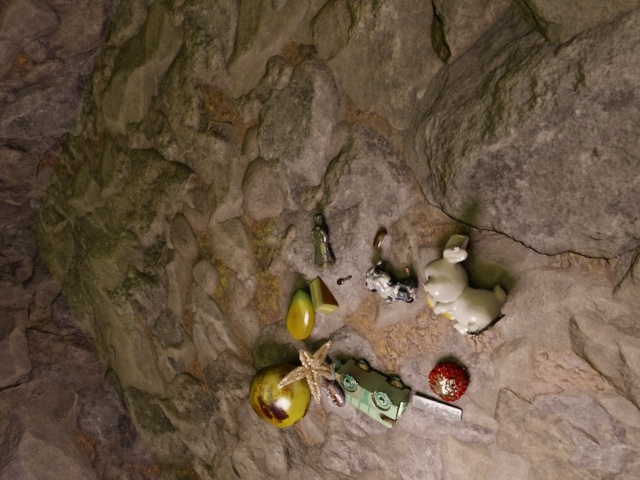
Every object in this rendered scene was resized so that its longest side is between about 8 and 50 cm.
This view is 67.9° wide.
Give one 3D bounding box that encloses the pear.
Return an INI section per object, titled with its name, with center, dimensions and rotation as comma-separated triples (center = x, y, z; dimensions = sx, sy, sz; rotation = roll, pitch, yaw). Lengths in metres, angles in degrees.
[pear]
center = -0.173, 0.671, 2.067
dimensions = 0.283, 0.283, 0.284
rotation = 10, 107, 34

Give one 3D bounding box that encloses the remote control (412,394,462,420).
[remote control]
center = 0.433, 0.619, 1.767
dimensions = 0.184, 0.027, 0.050
rotation = 10, 108, 29

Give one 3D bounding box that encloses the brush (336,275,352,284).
[brush]
center = 0.095, 0.161, 1.912
dimensions = 0.083, 0.008, 0.024
rotation = -27, 81, 38

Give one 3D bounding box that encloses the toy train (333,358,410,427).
[toy train]
center = 0.194, 0.592, 1.873
dimensions = 0.326, 0.129, 0.160
rotation = 21, 119, 30

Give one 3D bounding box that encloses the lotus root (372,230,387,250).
[lotus root]
center = 0.216, -0.002, 1.770
dimensions = 0.037, 0.030, 0.083
rotation = 36, 119, 25

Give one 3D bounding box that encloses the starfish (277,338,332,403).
[starfish]
center = -0.033, 0.558, 1.978
dimensions = 0.231, 0.295, 0.048
rotation = 57, 159, -7

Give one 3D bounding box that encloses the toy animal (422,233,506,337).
[toy animal]
center = 0.451, 0.158, 1.551
dimensions = 0.247, 0.182, 0.310
rotation = -43, 70, 30

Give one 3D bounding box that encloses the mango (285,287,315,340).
[mango]
center = -0.081, 0.320, 2.021
dimensions = 0.137, 0.091, 0.238
rotation = 33, 126, 27

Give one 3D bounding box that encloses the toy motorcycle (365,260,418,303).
[toy motorcycle]
center = 0.252, 0.154, 1.747
dimensions = 0.221, 0.102, 0.150
rotation = 14, 130, 36

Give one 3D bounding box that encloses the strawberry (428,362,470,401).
[strawberry]
center = 0.452, 0.505, 1.687
dimensions = 0.145, 0.086, 0.145
rotation = 10, 107, 36

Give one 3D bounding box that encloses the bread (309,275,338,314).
[bread]
center = 0.012, 0.228, 1.987
dimensions = 0.074, 0.084, 0.139
rotation = -44, 44, 35

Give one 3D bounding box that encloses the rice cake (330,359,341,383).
[rice cake]
center = 0.074, 0.604, 1.999
dimensions = 0.034, 0.043, 0.211
rotation = 8, 112, 40

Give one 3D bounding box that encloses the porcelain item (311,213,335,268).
[porcelain item]
center = 0.000, 0.000, 1.904
dimensions = 0.081, 0.069, 0.216
rotation = -2, 101, 41

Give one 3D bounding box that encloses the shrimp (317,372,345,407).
[shrimp]
center = 0.042, 0.585, 1.876
dimensions = 0.165, 0.056, 0.065
rotation = 48, 142, 20
